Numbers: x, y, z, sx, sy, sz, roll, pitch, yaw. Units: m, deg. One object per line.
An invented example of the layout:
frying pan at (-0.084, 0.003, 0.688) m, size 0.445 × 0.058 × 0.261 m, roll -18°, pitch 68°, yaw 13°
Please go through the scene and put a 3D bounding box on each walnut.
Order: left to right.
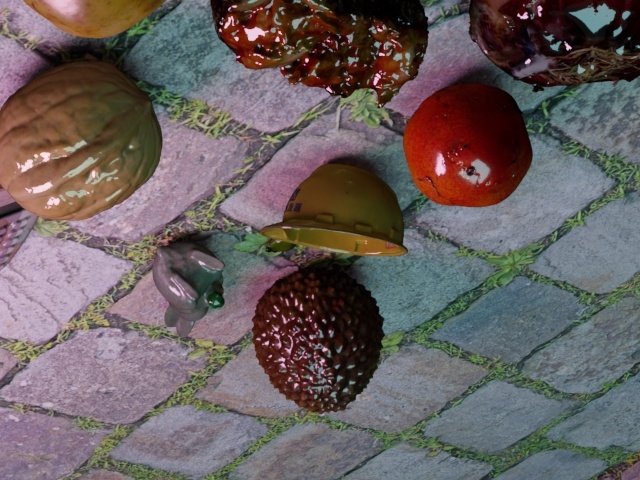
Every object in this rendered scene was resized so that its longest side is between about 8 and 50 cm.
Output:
walnut at (-0.352, -0.144, 1.889) m, size 0.261 × 0.225 × 0.225 m, roll -25°, pitch 144°, yaw 16°

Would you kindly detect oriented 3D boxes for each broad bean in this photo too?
broad bean at (-0.002, -0.003, 2.342) m, size 0.195 × 0.046 × 0.061 m, roll -4°, pitch 155°, yaw -7°

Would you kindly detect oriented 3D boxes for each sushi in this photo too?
sushi at (-0.002, -0.318, 1.797) m, size 0.343 × 0.182 × 0.196 m, roll 7°, pitch 133°, yaw -33°

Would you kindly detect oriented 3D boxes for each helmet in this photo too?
helmet at (0.034, -0.058, 2.204) m, size 0.257 × 0.140 × 0.205 m, roll 13°, pitch 169°, yaw -20°

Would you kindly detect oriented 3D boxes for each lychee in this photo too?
lychee at (-0.001, 0.192, 2.436) m, size 0.267 × 0.267 × 0.267 m, roll -10°, pitch 145°, yaw -7°

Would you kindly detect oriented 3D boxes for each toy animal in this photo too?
toy animal at (-0.240, 0.091, 2.349) m, size 0.125 × 0.127 × 0.251 m, roll -18°, pitch 161°, yaw -16°

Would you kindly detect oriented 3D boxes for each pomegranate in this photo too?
pomegranate at (-0.266, -0.372, 1.571) m, size 0.260 × 0.260 × 0.260 m, roll -10°, pitch 145°, yaw -7°
pomegranate at (0.235, -0.149, 2.100) m, size 0.210 × 0.210 × 0.235 m, roll -9°, pitch 177°, yaw -8°

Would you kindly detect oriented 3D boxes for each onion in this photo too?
onion at (0.365, -0.338, 1.882) m, size 0.314 × 0.232 × 0.314 m, roll 4°, pitch 163°, yaw 1°

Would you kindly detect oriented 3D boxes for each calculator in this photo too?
calculator at (-0.546, -0.009, 2.066) m, size 0.220 × 0.048 × 0.329 m, roll -27°, pitch 160°, yaw -44°
